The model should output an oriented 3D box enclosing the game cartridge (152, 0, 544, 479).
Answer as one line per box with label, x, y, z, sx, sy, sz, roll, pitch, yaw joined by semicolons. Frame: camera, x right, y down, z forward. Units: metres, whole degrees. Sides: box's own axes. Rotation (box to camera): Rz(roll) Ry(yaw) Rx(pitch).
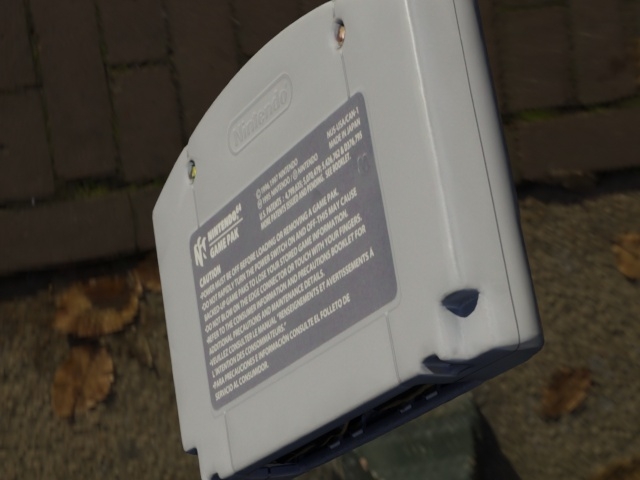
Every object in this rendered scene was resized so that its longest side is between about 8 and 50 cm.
game cartridge;0.000;0.000;0.851;0.060;0.294;0.196;-4;73;-30
